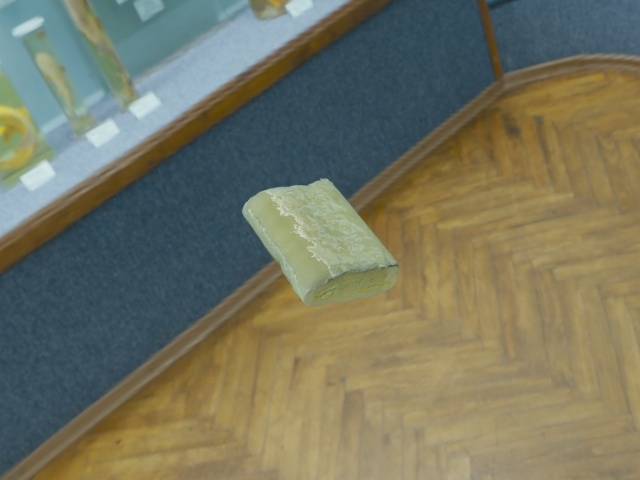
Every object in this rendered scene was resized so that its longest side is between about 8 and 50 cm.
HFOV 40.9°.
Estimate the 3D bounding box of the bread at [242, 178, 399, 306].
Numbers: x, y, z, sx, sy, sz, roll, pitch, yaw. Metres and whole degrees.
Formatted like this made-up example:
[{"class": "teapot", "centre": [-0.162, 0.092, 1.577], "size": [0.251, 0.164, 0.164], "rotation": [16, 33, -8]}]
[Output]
[{"class": "bread", "centre": [0.000, 0.000, 1.052], "size": [0.139, 0.060, 0.178], "rotation": [-11, 45, -30]}]
